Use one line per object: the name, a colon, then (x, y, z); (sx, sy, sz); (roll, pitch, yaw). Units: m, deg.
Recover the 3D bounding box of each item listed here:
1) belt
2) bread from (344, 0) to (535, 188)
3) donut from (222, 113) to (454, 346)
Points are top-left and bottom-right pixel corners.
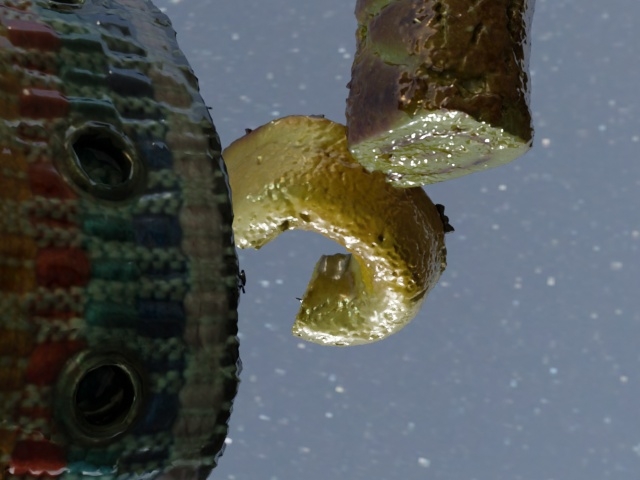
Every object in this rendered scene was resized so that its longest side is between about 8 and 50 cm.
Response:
belt: (-0.151, 0.002, 0.659); (0.160, 0.207, 0.295); (4, -109, -31)
bread: (0.077, -0.130, 0.923); (0.103, 0.132, 0.172); (23, -115, -35)
donut: (0.011, -0.001, 1.027); (0.181, 0.146, 0.078); (60, -147, -26)
